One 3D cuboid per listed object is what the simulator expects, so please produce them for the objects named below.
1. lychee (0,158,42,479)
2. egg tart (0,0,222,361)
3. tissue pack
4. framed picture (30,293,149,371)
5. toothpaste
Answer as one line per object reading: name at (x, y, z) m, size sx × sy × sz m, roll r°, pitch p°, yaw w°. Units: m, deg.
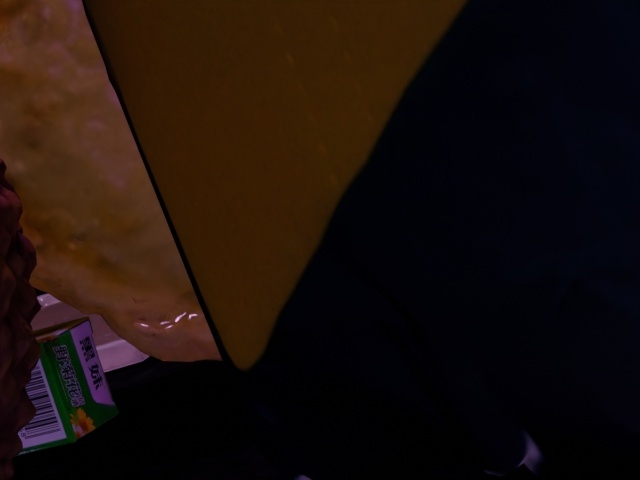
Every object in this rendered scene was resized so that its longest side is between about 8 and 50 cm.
lychee at (-0.166, 0.024, 0.573) m, size 0.188 × 0.188 × 0.188 m, roll -19°, pitch 7°, yaw 3°
egg tart at (-0.038, -0.094, 0.706) m, size 0.294 × 0.294 × 0.123 m, roll -16°, pitch 24°, yaw 23°
tissue pack at (0.063, -0.165, 0.457) m, size 0.253 × 0.417 × 0.264 m, roll -25°, pitch 9°, yaw -34°
framed picture at (-0.126, 0.044, 0.995) m, size 0.184 × 0.016 × 0.250 m, roll -17°, pitch 8°, yaw 19°
toothpaste at (-0.166, 0.073, 0.773) m, size 0.178 × 0.043 × 0.037 m, roll -16°, pitch 8°, yaw 28°
